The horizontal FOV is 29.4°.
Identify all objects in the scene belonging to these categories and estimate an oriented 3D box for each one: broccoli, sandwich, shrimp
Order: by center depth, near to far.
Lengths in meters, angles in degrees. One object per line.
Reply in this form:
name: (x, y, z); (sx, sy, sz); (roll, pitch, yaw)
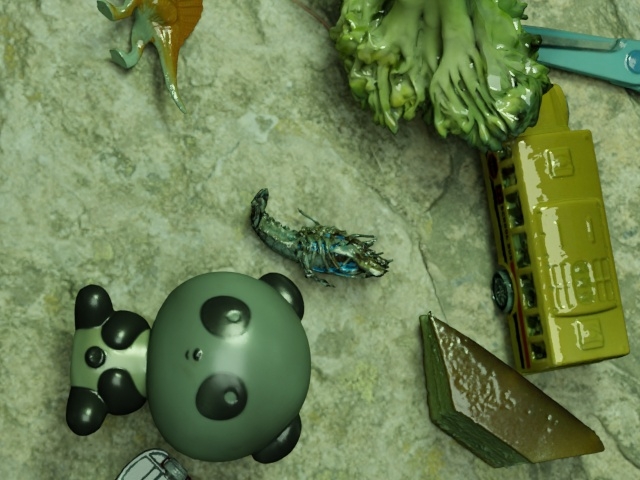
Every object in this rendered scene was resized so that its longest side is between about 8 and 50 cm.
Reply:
broccoli: (0.116, -0.242, 1.307); (0.288, 0.245, 0.247); (22, 80, 20)
sandwich: (0.196, 0.187, 1.357); (0.258, 0.094, 0.096); (36, 72, -5)
shrimp: (-0.003, 0.003, 1.360); (0.174, 0.076, 0.082); (26, 37, -4)

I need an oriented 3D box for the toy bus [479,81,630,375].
toy bus: (0.257, -0.021, 1.381); (0.121, 0.123, 0.335); (-8, 85, -14)

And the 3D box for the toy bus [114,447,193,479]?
toy bus: (-0.142, 0.293, 1.273); (0.079, 0.077, 0.174); (-44, 93, -14)

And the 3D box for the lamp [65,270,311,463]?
lamp: (-0.131, 0.127, 1.250); (0.244, 0.198, 0.197); (2, 82, -4)

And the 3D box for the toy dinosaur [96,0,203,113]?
toy dinosaur: (-0.179, -0.254, 1.356); (0.142, 0.057, 0.212); (-42, 105, -33)

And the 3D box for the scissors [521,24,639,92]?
scissors: (0.384, -0.206, 1.480); (0.393, 0.032, 0.180); (9, 81, -13)
